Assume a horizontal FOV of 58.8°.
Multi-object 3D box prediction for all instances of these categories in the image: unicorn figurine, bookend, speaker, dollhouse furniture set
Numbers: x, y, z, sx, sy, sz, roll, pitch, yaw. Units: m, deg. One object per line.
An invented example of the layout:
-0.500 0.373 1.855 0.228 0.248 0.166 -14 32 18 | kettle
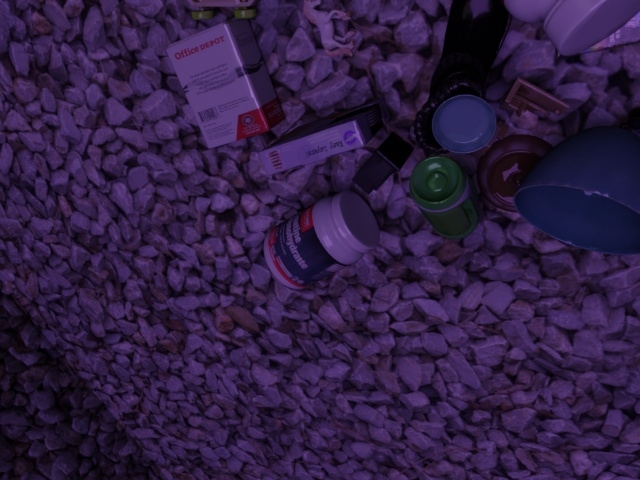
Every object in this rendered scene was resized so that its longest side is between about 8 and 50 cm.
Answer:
0.020 -0.504 1.322 0.111 0.060 0.162 0 116 21 | unicorn figurine
0.139 -0.170 1.393 0.072 0.157 0.156 41 123 -2 | bookend
0.289 -0.090 1.292 0.131 0.296 0.131 -6 74 21 | speaker
0.432 -0.240 1.246 0.123 0.144 0.151 30 87 5 | dollhouse furniture set

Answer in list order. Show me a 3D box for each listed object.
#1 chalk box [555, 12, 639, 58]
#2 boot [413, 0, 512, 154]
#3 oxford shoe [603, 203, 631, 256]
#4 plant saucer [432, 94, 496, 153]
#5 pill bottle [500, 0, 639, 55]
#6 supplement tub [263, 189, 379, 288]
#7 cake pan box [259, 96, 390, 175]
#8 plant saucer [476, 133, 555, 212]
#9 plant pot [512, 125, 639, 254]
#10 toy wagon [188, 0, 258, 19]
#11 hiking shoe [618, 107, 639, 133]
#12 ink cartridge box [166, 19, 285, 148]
0.561 -0.445 1.094 0.213 0.132 0.132 -5 113 23 | chalk box
0.297 -0.367 1.162 0.131 0.260 0.348 16 121 13 | boot
0.700 -0.053 1.294 0.076 0.076 0.212 46 132 31 | oxford shoe
0.275 -0.225 1.088 0.119 0.021 0.119 7 126 10 | plant saucer
0.372 -0.531 0.963 0.229 0.229 0.407 -37 74 33 | pill bottle
0.000 0.000 1.518 0.272 0.191 0.191 -29 103 32 | supplement tub
0.021 -0.249 1.346 0.267 0.246 0.070 -13 111 28 | cake pan box
0.469 -0.150 1.343 0.199 0.036 0.198 9 119 17 | plant saucer
0.583 -0.123 1.193 0.290 0.290 0.195 25 78 8 | plant pot
-0.203 -0.662 1.326 0.344 0.068 0.267 7 119 18 | toy wagon
0.729 -0.320 1.101 0.132 0.113 0.304 26 123 7 | hiking shoe
-0.239 -0.399 1.450 0.197 0.114 0.273 -10 113 27 | ink cartridge box
